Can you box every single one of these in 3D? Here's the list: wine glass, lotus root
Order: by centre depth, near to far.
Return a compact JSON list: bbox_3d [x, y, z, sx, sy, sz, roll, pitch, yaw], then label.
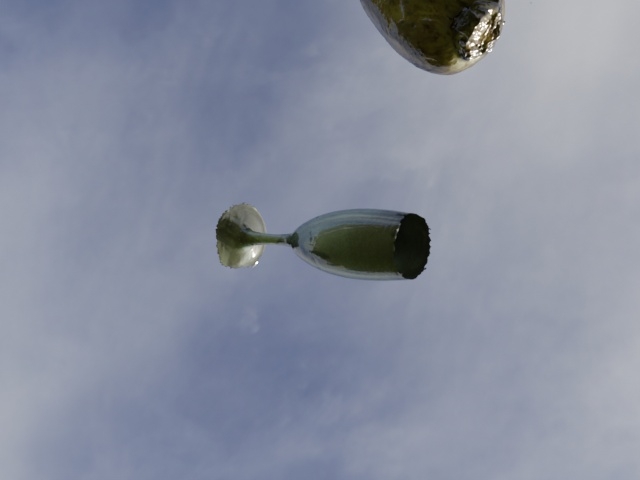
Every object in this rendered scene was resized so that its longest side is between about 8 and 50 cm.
[{"bbox_3d":[0.000,0.000,0.672,0.198,0.066,0.066,3,-71,43],"label":"wine glass"},{"bbox_3d":[0.095,-0.236,0.796,0.108,0.094,0.190,-43,-122,-6],"label":"lotus root"}]
